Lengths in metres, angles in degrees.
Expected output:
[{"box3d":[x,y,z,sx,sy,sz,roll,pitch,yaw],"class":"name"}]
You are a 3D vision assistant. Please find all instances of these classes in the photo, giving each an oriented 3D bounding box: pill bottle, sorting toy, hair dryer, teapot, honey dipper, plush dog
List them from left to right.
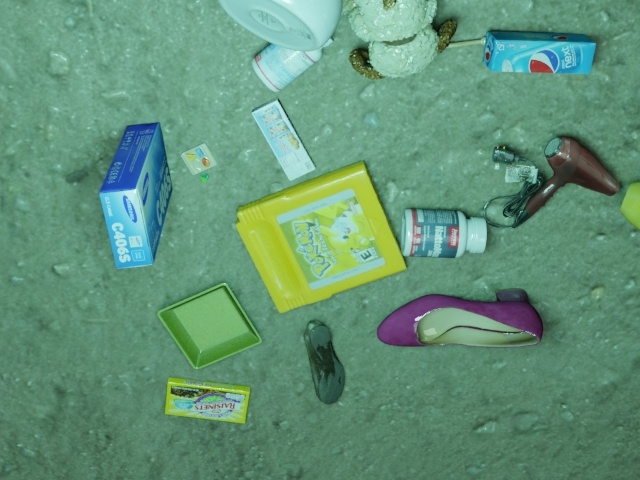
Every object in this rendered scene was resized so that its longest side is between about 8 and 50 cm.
[{"box3d":[-0.259,-0.166,2.006,0.062,0.012,0.083,-24,115,11],"class":"sorting toy"},{"box3d":[-0.058,-0.479,1.660,0.252,0.256,0.187,32,79,-38],"class":"teapot"},{"box3d":[-0.054,-0.380,1.853,0.160,0.087,0.087,-36,113,16],"class":"pill bottle"},{"box3d":[0.153,-0.420,1.778,0.262,0.211,0.225,-17,129,7],"class":"plush dog"},{"box3d":[0.273,-0.015,2.041,0.180,0.108,0.108,2,118,-2],"class":"pill bottle"},{"box3d":[0.267,-0.400,1.882,0.160,0.030,0.030,-7,118,-1],"class":"honey dipper"},{"box3d":[0.509,-0.132,2.017,0.293,0.080,0.224,0,134,6],"class":"hair dryer"}]

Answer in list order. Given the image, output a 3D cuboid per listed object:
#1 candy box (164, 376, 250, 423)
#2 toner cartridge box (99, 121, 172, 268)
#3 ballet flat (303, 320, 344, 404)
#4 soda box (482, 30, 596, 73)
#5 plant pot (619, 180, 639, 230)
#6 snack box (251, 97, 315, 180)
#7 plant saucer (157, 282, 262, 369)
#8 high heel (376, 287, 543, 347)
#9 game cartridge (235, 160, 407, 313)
[{"box3d":[-0.284,0.403,2.301,0.206,0.027,0.105,7,121,-4],"class":"candy box"},{"box3d":[-0.365,-0.100,1.850,0.075,0.348,0.165,-7,118,1],"class":"toner cartridge box"},{"box3d":[0.002,0.296,2.237,0.084,0.058,0.250,-31,126,-24],"class":"ballet flat"},{"box3d":[0.441,-0.381,1.857,0.210,0.071,0.067,0,118,-7],"class":"soda box"},{"box3d":[0.716,-0.079,2.012,0.095,0.134,0.134,22,119,18],"class":"plant pot"},{"box3d":[-0.079,-0.217,1.976,0.064,0.022,0.178,-24,116,12],"class":"snack box"},{"box3d":[-0.261,0.196,2.180,0.188,0.045,0.188,-24,116,11],"class":"plant saucer"},{"box3d":[0.317,0.206,2.116,0.377,0.181,0.127,-17,117,8],"class":"high heel"},{"box3d":[0.000,0.000,2.077,0.323,0.053,0.285,-21,116,9],"class":"game cartridge"}]
